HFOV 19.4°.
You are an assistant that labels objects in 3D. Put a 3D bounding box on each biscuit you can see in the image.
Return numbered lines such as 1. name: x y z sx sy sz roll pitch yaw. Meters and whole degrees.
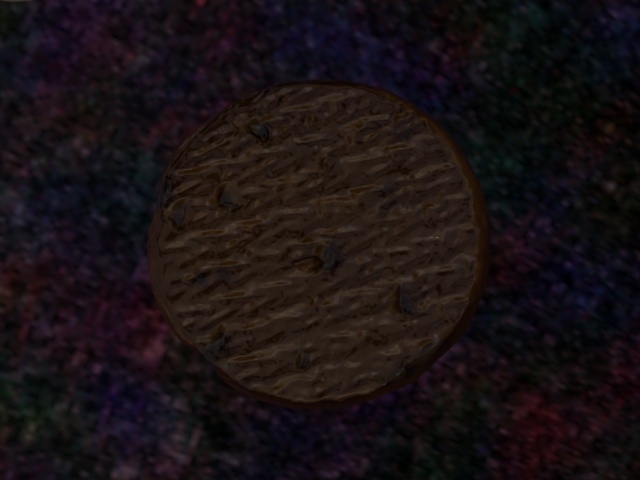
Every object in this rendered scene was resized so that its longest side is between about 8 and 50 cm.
1. biscuit: 0.000 0.000 1.144 0.036 0.212 0.212 125 161 -79
